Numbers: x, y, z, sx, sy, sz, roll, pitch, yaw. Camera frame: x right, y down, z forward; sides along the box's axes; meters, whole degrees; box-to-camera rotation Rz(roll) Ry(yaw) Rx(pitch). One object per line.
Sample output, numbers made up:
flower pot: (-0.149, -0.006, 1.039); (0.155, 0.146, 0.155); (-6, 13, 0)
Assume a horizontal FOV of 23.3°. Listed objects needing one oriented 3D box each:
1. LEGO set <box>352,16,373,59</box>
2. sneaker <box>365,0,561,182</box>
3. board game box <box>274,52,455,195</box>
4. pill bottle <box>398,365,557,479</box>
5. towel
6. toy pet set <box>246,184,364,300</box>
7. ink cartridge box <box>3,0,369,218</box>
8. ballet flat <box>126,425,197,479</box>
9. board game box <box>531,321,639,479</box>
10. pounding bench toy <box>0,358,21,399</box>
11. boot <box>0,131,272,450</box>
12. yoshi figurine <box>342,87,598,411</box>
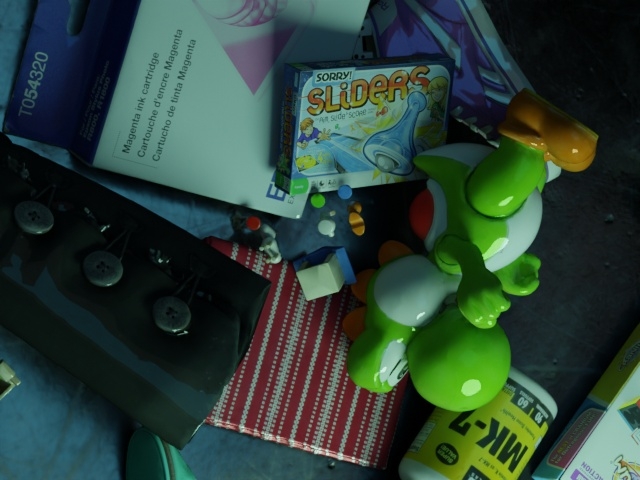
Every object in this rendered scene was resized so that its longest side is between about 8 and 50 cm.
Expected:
LEGO set: (-0.002, -0.303, 1.712); (0.093, 0.087, 0.227); (-7, 106, -14)
sneaker: (0.149, -0.161, 1.765); (0.161, 0.102, 0.282); (-33, 94, -8)
board game box: (0.048, -0.126, 1.655); (0.201, 0.035, 0.136); (-9, 114, -32)
pill bottle: (0.161, 0.241, 1.714); (0.119, 0.119, 0.208); (38, 74, -13)
towel: (-0.030, 0.125, 1.701); (0.274, 0.031, 0.199); (19, 77, -19)
toy pet set: (0.000, 0.000, 1.669); (0.122, 0.065, 0.114); (-17, 103, 17)
ink cartridge box: (-0.128, -0.215, 1.620); (0.330, 0.071, 0.324); (13, 102, -20)
ballet flat: (-0.150, 0.310, 1.626); (0.087, 0.083, 0.247); (-2, 86, -44)
board game box: (0.433, 0.231, 1.842); (0.242, 0.064, 0.316); (43, 73, -12)
pounding bench toy: (-0.343, 0.146, 1.556); (0.065, 0.083, 0.052); (-45, 101, -18)
boot: (-0.301, 0.070, 1.493); (0.445, 0.146, 0.367); (36, 57, -11)
yoshi figurine: (0.181, 0.034, 1.651); (0.203, 0.203, 0.362); (32, 94, -31)
